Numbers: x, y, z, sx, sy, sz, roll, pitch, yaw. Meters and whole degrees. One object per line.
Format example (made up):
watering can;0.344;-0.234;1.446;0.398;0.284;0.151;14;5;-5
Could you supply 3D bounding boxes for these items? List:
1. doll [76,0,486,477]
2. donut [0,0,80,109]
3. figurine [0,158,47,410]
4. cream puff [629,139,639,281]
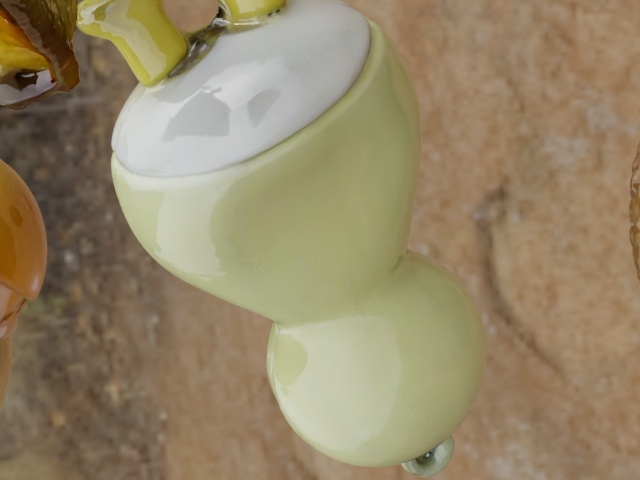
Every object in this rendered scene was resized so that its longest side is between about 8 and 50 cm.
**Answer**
doll;-0.006;-0.004;0.814;0.117;0.141;0.296;37;157;52
donut;-0.199;-0.132;0.638;0.152;0.259;0.101;136;150;-73
figurine;-0.210;0.052;0.872;0.222;0.124;0.324;-61;1;-7
cream puff;0.284;0.000;0.794;0.303;0.303;0.212;55;177;40
